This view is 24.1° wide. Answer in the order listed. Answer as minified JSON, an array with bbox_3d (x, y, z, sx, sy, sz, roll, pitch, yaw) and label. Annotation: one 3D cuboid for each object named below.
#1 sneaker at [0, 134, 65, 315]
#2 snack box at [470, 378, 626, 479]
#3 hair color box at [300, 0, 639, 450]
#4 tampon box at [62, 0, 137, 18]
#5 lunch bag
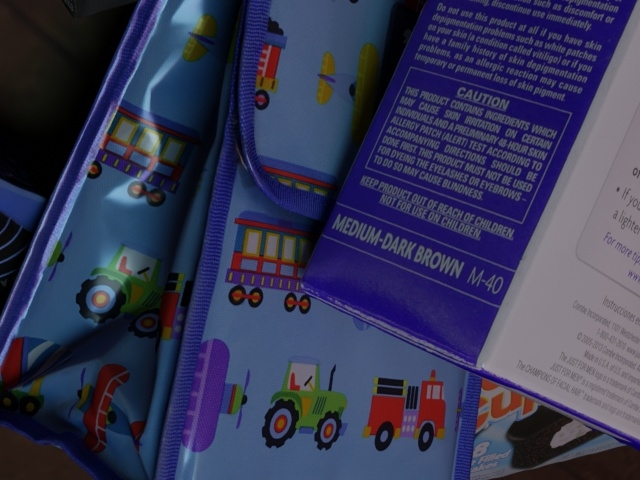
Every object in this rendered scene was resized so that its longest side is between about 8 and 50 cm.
[{"bbox_3d":[-0.175,-0.012,0.653,0.090,0.081,0.232,-45,143,7],"label":"sneaker"},{"bbox_3d":[0.161,0.077,1.006,0.322,0.060,0.187,-9,138,-26],"label":"snack box"},{"bbox_3d":[0.144,-0.093,0.646,0.185,0.110,0.339,27,88,-49],"label":"hair color box"},{"bbox_3d":[-0.065,-0.182,0.503,0.101,0.120,0.161,-20,142,-16],"label":"tampon box"},{"bbox_3d":[-0.003,-0.032,0.690,0.221,0.138,0.293,11,97,-50],"label":"lunch bag"}]
